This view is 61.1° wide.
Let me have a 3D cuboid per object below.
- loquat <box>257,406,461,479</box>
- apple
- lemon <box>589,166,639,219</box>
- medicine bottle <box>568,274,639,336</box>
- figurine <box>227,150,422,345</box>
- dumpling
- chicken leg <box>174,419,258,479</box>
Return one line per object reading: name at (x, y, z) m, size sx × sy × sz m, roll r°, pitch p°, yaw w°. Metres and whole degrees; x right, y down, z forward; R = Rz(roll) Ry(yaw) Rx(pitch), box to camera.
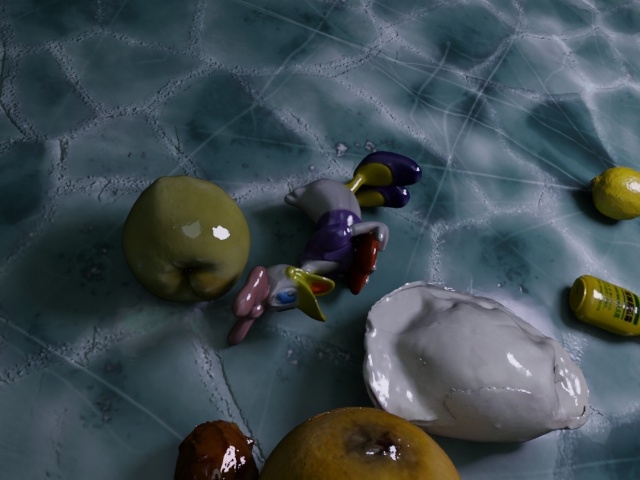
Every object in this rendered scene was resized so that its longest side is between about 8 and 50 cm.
loquat at (0.049, 0.328, 0.652) m, size 0.263 × 0.263 × 0.263 m, roll 7°, pitch 60°, yaw -12°
apple at (-0.199, -0.001, 0.807) m, size 0.200 × 0.200 × 0.200 m, roll 7°, pitch 60°, yaw -12°
lemon at (0.628, -0.099, 1.136) m, size 0.133 × 0.109 × 0.109 m, roll 22°, pitch 58°, yaw 7°
medicine bottle at (0.595, 0.146, 1.015) m, size 0.260 × 0.064 × 0.095 m, roll 21°, pitch 58°, yaw -4°
figurine at (0.006, -0.001, 0.883) m, size 0.193 × 0.154 × 0.421 m, roll 26°, pitch 56°, yaw 6°
dumpling at (0.238, 0.176, 0.839) m, size 0.341 × 0.181 × 0.260 m, roll -7°, pitch 52°, yaw 5°
chicken leg at (-0.142, 0.380, 0.670) m, size 0.113 × 0.093 × 0.304 m, roll 16°, pitch 62°, yaw -19°
